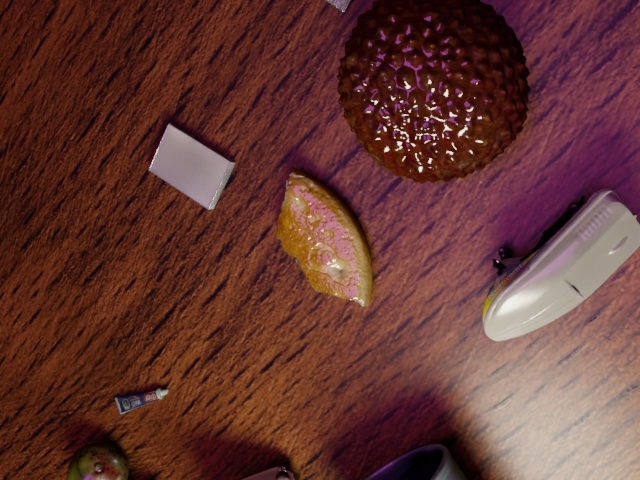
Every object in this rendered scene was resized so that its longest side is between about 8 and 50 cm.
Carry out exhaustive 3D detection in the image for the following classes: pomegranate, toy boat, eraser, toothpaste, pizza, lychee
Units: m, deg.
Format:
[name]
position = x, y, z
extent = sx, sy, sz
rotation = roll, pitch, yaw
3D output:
[pomegranate]
position = -0.452, 0.475, 1.345
extent = 0.130, 0.130, 0.130
rotation = 3, 98, 20
[toy boat]
position = 0.343, 0.034, 0.979
extent = 0.269, 0.141, 0.141
rotation = -38, 84, 20
[eraser]
position = -0.241, -0.140, 1.227
extent = 0.150, 0.023, 0.104
rotation = 33, 107, 13
[toothpaste]
position = -0.364, 0.323, 1.337
extent = 0.140, 0.021, 0.037
rotation = -21, 85, 24
[pizza]
position = 0.007, 0.000, 1.137
extent = 0.134, 0.056, 0.271
rotation = -41, 84, 18
[lychee]
position = 0.158, -0.221, 0.945
extent = 0.275, 0.304, 0.276
rotation = -19, 62, 42

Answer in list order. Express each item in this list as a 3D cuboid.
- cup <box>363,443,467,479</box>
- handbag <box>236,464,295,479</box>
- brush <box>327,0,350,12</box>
[cup]
position = 0.156, 0.550, 1.049
extent = 0.331, 0.257, 0.311
rotation = -37, 85, 19
[handbag]
position = -0.112, 0.525, 1.152
extent = 0.216, 0.203, 0.074
rotation = 64, 147, 24
[brush]
position = 0.061, -0.486, 1.076
extent = 0.083, 0.011, 0.205
rotation = 37, 107, 13
